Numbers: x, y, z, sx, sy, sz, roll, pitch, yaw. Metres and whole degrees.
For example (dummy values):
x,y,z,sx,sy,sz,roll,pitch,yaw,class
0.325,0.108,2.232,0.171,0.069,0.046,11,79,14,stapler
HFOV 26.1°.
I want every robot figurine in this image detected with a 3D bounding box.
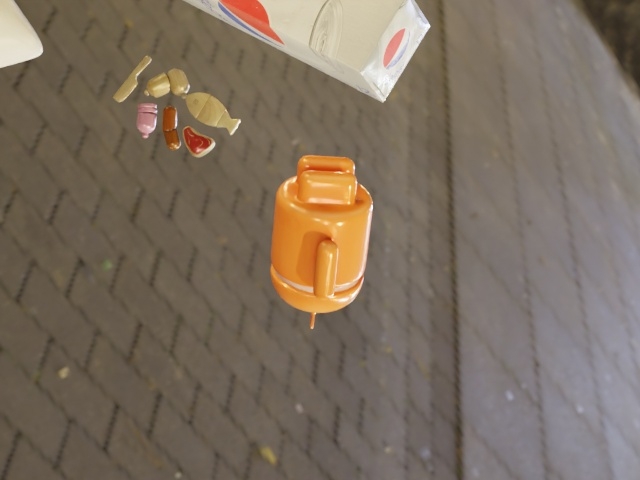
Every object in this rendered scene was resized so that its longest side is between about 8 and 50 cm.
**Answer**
x,y,z,sx,sy,sz,roll,pitch,yaw,class
0.000,-0.001,1.788,0.128,0.219,0.158,-19,38,-38,robot figurine

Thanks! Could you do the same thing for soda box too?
x,y,z,sx,sy,sz,roll,pitch,yaw,class
-0.037,-0.253,1.419,0.286,0.098,0.091,31,-4,23,soda box

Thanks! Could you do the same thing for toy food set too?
x,y,z,sx,sy,sz,roll,pitch,yaw,class
-0.145,-0.126,1.386,0.122,0.078,0.019,40,3,13,toy food set

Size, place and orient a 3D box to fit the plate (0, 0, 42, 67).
x,y,z,sx,sy,sz,roll,pitch,yaw,class
-0.513,-0.304,1.667,0.278,0.045,0.277,-21,67,-31,plate
